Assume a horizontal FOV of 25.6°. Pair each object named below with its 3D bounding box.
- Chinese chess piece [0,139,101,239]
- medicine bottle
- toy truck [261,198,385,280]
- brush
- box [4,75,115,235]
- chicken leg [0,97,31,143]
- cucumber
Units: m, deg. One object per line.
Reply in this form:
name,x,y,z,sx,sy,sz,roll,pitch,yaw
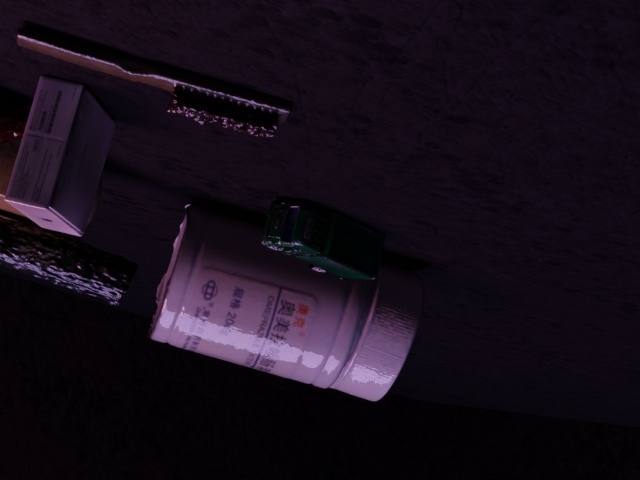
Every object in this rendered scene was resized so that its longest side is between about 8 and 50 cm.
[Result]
Chinese chess piece,-0.392,-0.082,1.725,0.250,0.097,0.251,14,169,3
medicine bottle,-0.045,0.085,1.872,0.332,0.190,0.190,16,170,-9
toy truck,0.000,0.000,1.697,0.079,0.065,0.147,2,164,43
brush,-0.149,-0.137,1.240,0.248,0.036,0.043,16,166,-9
box,-0.260,-0.082,1.426,0.051,0.130,0.129,14,170,8
chicken leg,-0.385,-0.145,1.467,0.105,0.063,0.234,13,173,37
cucumber,-0.368,0.008,1.719,0.293,0.068,0.067,20,169,-16
